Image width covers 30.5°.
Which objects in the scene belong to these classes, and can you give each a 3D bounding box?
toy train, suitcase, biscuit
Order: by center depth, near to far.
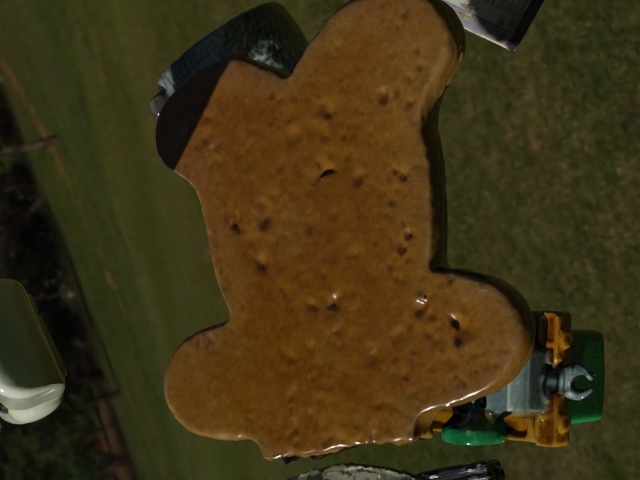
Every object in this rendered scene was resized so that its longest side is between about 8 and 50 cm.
[{"bbox_3d":[0.000,0.000,1.076,0.076,0.368,0.394,8,-113,-58],"label":"biscuit"},{"bbox_3d":[0.200,0.172,1.569,0.429,0.249,0.178,-2,86,45],"label":"toy train"},{"bbox_3d":[0.192,0.341,1.626,0.086,0.126,0.059,22,-124,-68],"label":"suitcase"}]

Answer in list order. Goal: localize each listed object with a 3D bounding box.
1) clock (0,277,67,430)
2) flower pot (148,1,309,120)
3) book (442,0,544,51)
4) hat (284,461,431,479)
[{"bbox_3d":[-0.360,0.145,0.898,0.108,0.324,0.265,64,163,5],"label":"clock"},{"bbox_3d":[-0.090,-0.192,1.834,0.282,0.299,0.299,57,169,-1],"label":"flower pot"},{"bbox_3d":[0.176,-0.341,1.414,0.157,0.231,0.026,-62,23,19],"label":"book"},{"bbox_3d":[0.043,0.328,1.007,0.128,0.266,0.265,-60,-38,-56],"label":"hat"}]
